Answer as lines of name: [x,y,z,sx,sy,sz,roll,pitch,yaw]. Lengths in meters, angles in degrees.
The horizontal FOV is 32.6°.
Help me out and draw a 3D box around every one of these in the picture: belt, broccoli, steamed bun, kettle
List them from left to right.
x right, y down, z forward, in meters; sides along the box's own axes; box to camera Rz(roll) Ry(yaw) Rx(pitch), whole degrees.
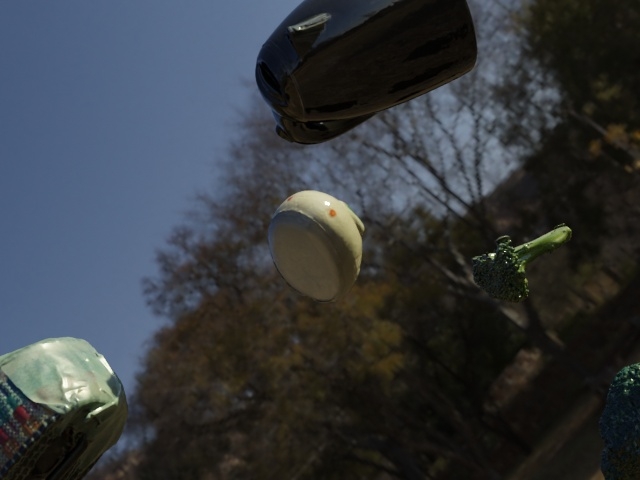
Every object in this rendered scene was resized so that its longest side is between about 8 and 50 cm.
belt: [-0.363,0.244,1.391,0.257,0.150,0.207,-48,-20,-5]
steamed bun: [0.000,0.000,1.970,0.130,0.177,0.228,-48,-34,-33]
kettle: [0.049,-0.248,1.549,0.290,0.207,0.268,-30,-29,-12]
broccoli: [0.369,0.031,1.972,0.204,0.122,0.118,-31,2,-14]
broccoli: [0.591,0.300,1.725,0.297,0.297,0.297,-45,-23,-25]
